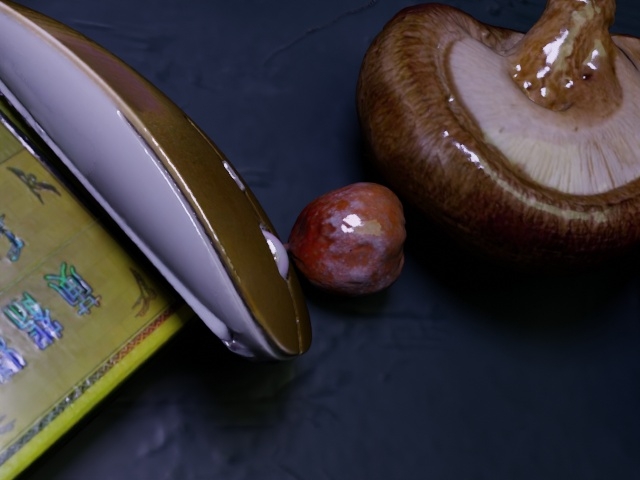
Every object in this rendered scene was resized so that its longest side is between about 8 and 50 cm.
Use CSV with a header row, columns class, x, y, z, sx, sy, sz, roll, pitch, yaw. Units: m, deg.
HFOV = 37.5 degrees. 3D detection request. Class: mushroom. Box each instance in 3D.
class,x,y,z,sx,sy,sz,roll,pitch,yaw
mushroom,0.128,-0.060,0.598,0.231,0.138,0.194,13,67,-10

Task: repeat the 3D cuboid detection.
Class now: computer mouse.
class,x,y,z,sx,sy,sz,roll,pitch,yaw
computer mouse,-0.085,-0.040,0.474,0.056,0.126,0.245,-43,77,6

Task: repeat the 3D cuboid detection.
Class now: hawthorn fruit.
class,x,y,z,sx,sy,sz,roll,pitch,yaw
hawthorn fruit,0.000,0.000,0.538,0.103,0.067,0.066,-2,66,-21

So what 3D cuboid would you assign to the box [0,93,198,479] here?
class,x,y,z,sx,sy,sz,roll,pitch,yaw
box,-0.181,0.004,0.440,0.220,0.064,0.141,44,52,2
